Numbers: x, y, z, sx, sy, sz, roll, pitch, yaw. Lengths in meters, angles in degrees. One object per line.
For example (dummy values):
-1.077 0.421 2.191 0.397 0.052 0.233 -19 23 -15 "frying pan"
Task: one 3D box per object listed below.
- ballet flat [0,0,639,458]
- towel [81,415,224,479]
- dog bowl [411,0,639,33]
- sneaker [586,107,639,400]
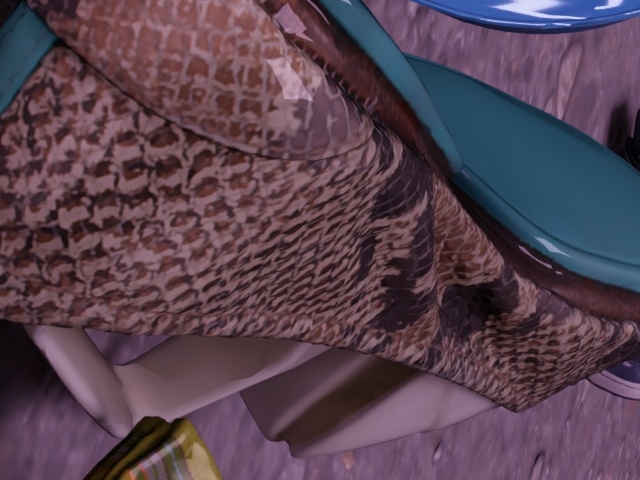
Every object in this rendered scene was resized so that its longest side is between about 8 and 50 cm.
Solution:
0.000 0.000 0.695 0.182 0.164 0.483 -47 157 10 "ballet flat"
-0.084 0.160 0.537 0.237 0.021 0.102 -49 117 -41 "towel"
0.033 -0.187 0.525 0.297 0.166 0.074 64 1 10 "dog bowl"
0.241 -0.003 1.367 0.226 0.086 0.163 -65 169 -54 "sneaker"
